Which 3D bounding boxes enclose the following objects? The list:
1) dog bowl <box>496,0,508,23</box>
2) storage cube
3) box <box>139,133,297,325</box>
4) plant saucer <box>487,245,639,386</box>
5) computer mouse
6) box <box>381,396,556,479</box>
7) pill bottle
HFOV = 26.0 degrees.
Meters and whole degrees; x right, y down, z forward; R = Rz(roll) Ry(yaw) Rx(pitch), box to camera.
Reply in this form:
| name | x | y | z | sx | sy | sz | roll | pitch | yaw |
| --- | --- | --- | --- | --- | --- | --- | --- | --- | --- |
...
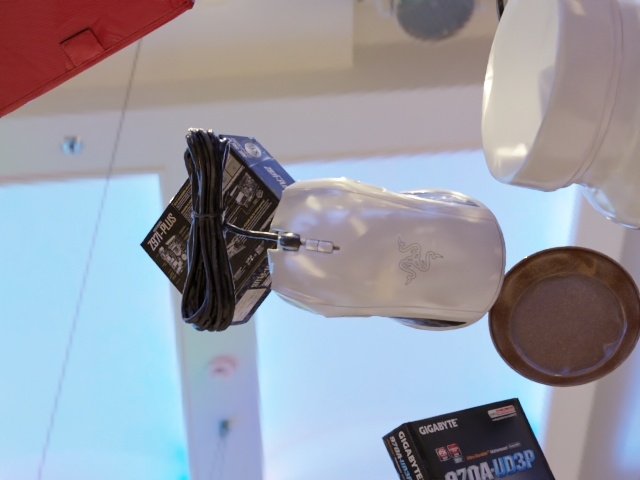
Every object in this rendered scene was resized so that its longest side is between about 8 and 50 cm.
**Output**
| name | x | y | z | sx | sy | sz | roll | pitch | yaw |
| --- | --- | --- | --- | --- | --- | --- | --- | --- | --- |
| dog bowl | 0.398 | -0.275 | 1.456 | 0.408 | 0.150 | 0.408 | -5 | -77 | -20 |
| storage cube | -0.229 | -0.248 | 1.123 | 0.215 | 0.183 | 0.193 | -27 | -65 | 10 |
| box | -0.105 | -0.011 | 1.647 | 0.180 | 0.147 | 0.077 | -53 | -24 | 21 |
| plant saucer | 0.317 | 0.102 | 1.790 | 0.199 | 0.198 | 0.036 | -18 | -30 | 7 |
| computer mouse | 0.000 | 0.000 | 0.676 | 0.193 | 0.106 | 0.042 | 5 | -1 | 38 |
| box | 0.193 | 0.291 | 1.678 | 0.220 | 0.175 | 0.051 | -4 | -26 | -45 |
| pill bottle | 0.251 | -0.079 | 0.846 | 0.278 | 0.162 | 0.162 | 8 | -50 | -12 |
